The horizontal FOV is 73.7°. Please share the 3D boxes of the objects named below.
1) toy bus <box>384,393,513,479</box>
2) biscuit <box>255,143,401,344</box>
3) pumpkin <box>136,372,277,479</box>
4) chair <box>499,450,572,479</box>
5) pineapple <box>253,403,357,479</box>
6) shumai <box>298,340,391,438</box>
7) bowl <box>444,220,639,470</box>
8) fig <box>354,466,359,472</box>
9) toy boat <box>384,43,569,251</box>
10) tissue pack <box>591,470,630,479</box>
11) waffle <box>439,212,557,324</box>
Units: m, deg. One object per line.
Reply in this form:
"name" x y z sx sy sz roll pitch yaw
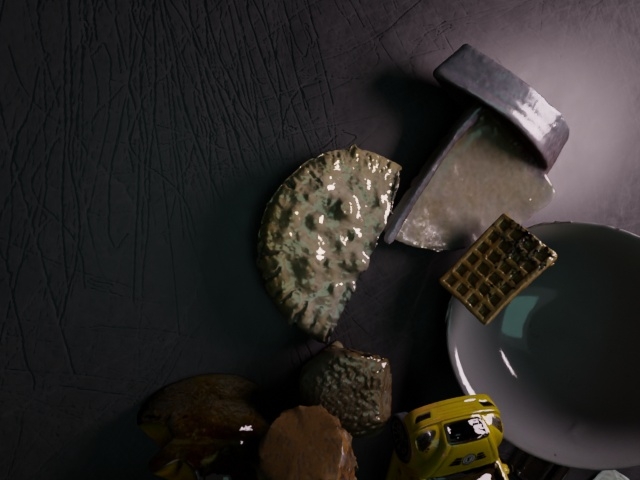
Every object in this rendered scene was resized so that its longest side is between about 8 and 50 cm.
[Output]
"toy bus" 0.175 0.375 0.616 0.145 0.151 0.332 -5 124 -15
"biscuit" 0.000 0.000 0.595 0.179 0.084 0.281 19 91 -19
"pumpkin" -0.110 0.289 0.571 0.149 0.130 0.254 -41 105 -9
"chair" 0.395 0.414 0.761 0.084 0.101 0.212 -46 106 -7
"pineapple" -0.008 0.325 0.567 0.128 0.128 0.248 -21 133 -14
"shumai" 0.035 0.196 0.615 0.145 0.116 0.146 0 103 0
"bowl" 0.382 0.153 0.669 0.157 0.345 0.346 25 88 -62
"fig" 0.018 0.449 0.675 0.093 0.093 0.166 23 50 -19
"toy boat" 0.252 -0.116 0.662 0.275 0.111 0.294 13 105 -20
"tissue pack" 0.574 0.612 0.850 0.177 0.089 0.264 -30 107 -11
"waffle" 0.262 0.042 0.639 0.148 0.042 0.102 -47 64 9
